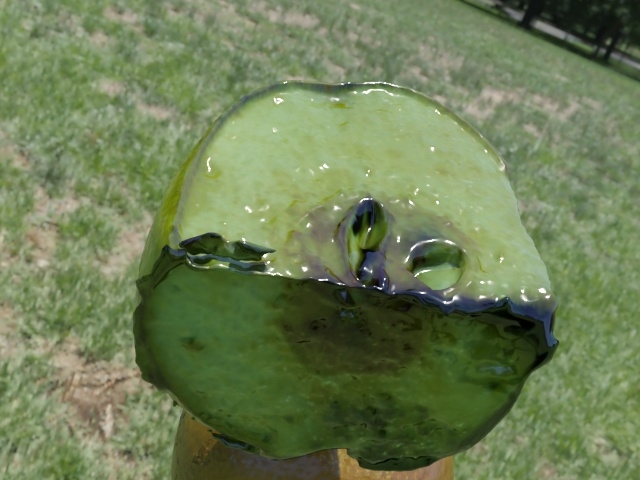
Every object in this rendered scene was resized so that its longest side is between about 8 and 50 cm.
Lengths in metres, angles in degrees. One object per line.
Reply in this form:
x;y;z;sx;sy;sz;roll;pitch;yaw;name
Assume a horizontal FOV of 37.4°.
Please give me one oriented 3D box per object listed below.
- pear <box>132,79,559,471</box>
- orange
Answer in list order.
0.000;0.000;0.623;0.238;0.164;0.255;8;41;-13;pear
-0.008;0.212;0.902;0.274;0.274;0.274;20;20;-7;orange
